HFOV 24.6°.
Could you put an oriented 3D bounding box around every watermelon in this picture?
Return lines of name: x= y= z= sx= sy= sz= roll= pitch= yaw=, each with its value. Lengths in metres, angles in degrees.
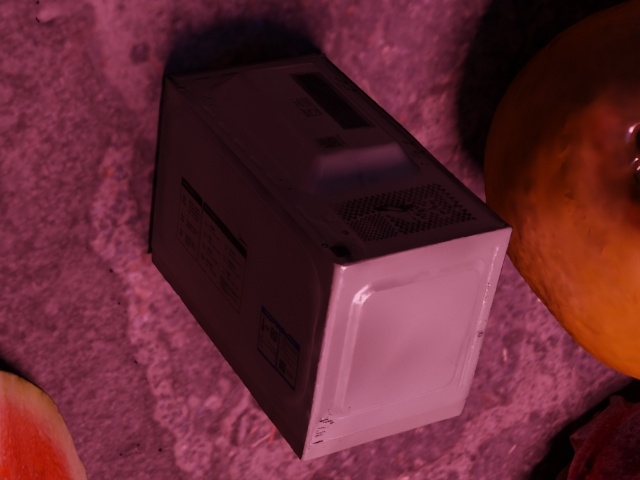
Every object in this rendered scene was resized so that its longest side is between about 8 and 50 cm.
watermelon: x=-0.218 y=0.162 z=0.935 sx=0.193 sy=0.137 sz=0.145 roll=-52 pitch=176 yaw=12

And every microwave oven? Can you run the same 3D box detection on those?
microwave oven: x=0.000 y=0.000 z=0.870 sx=0.122 sy=0.208 sz=0.162 roll=-12 pitch=130 yaw=-30

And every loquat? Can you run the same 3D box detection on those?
loquat: x=0.250 y=-0.035 z=0.987 sx=0.274 sy=0.275 sz=0.275 roll=-20 pitch=134 yaw=-23

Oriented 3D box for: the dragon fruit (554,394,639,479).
dragon fruit: x=0.350 y=0.291 z=1.318 sx=0.250 sy=0.269 sz=0.291 roll=-44 pitch=119 yaw=-37
